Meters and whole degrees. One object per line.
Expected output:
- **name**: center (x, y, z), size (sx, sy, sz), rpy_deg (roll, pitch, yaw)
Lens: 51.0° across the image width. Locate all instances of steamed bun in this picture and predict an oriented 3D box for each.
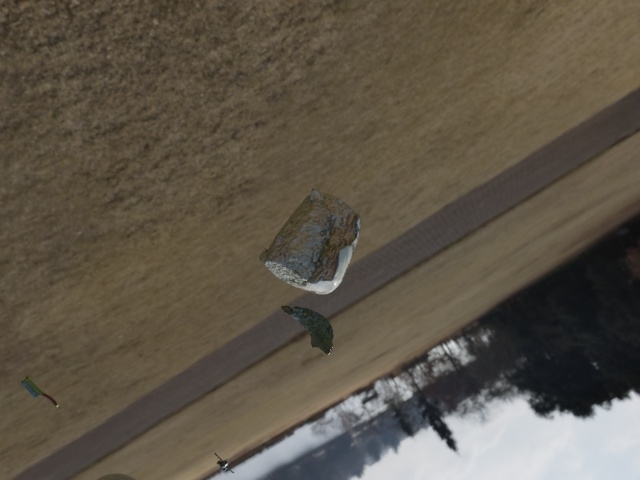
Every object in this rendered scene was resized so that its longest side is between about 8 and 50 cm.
- **steamed bun**: center (0.000, 0.000, 1.553), size (0.170, 0.200, 0.226), rpy_deg (-1, -123, 51)

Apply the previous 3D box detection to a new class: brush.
- **brush**: center (-0.529, 0.290, 1.264), size (0.021, 0.083, 0.018), rpy_deg (-45, -156, -16)

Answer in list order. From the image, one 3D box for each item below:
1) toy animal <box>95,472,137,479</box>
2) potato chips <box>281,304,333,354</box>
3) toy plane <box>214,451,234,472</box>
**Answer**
- **toy animal**: center (-0.370, 0.523, 1.277), size (0.166, 0.179, 0.138), rpy_deg (-15, 113, -56)
- **potato chips**: center (-0.043, 0.272, 2.154), size (0.059, 0.167, 0.228), rpy_deg (-37, -158, -26)
- **toy plane**: center (-0.273, 0.631, 1.893), size (0.031, 0.078, 0.083), rpy_deg (-44, 177, -9)
